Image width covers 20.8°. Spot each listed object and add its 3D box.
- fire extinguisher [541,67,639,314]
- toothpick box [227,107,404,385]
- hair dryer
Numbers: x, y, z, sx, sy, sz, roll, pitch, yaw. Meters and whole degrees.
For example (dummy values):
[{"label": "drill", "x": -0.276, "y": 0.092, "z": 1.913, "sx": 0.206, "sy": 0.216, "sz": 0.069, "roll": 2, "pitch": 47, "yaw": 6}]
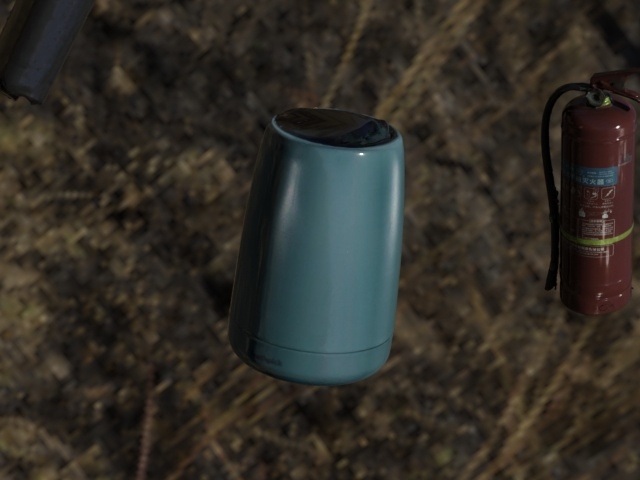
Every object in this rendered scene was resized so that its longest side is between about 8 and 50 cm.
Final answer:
[{"label": "fire extinguisher", "x": 0.135, "y": -0.028, "z": 0.850, "sx": 0.039, "sy": 0.056, "sz": 0.132, "roll": -46, "pitch": 140, "yaw": -47}, {"label": "toothpick box", "x": 0.000, "y": 0.000, "z": 1.238, "sx": 0.120, "sy": 0.184, "sz": 0.120, "roll": 5, "pitch": 21, "yaw": -2}, {"label": "hair dryer", "x": -0.129, "y": -0.195, "z": 0.980, "sx": 0.089, "sy": 0.251, "sz": 0.197, "roll": 23, "pitch": 7, "yaw": -36}]
